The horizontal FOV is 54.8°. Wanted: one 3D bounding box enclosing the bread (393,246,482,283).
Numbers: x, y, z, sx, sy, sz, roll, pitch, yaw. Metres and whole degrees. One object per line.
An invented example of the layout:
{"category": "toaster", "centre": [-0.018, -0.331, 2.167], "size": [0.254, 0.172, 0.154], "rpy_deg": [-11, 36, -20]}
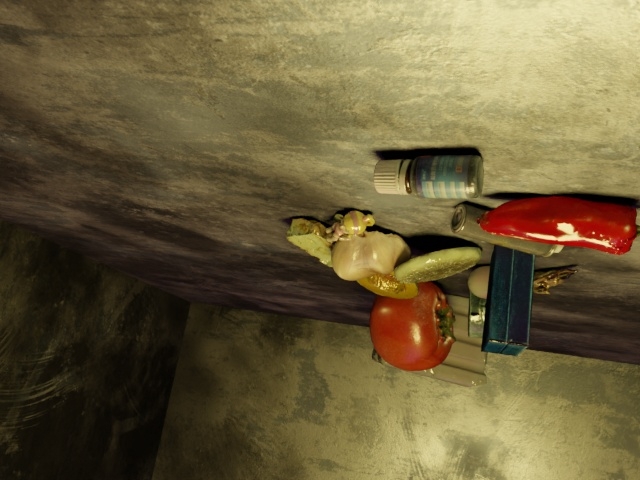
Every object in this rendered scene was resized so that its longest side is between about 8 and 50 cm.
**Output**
{"category": "bread", "centre": [0.338, 0.075, 1.771], "size": [0.266, 0.041, 0.267], "rpy_deg": [-12, 164, -3]}

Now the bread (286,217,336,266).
{"category": "bread", "centre": [0.000, 0.000, 1.818], "size": [0.128, 0.088, 0.232], "rpy_deg": [-12, 150, 33]}

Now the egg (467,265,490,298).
{"category": "egg", "centre": [0.520, 0.129, 1.911], "size": [0.103, 0.103, 0.135], "rpy_deg": [21, 161, -38]}

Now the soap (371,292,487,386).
{"category": "soap", "centre": [0.461, 0.384, 2.517], "size": [0.435, 0.350, 0.213], "rpy_deg": [13, 173, -5]}

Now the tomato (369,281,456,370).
{"category": "tomato", "centre": [0.333, 0.299, 2.262], "size": [0.272, 0.342, 0.341], "rpy_deg": [-6, 160, 31]}

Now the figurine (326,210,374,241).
{"category": "figurine", "centre": [0.071, -0.038, 1.651], "size": [0.083, 0.083, 0.187], "rpy_deg": [16, 158, -23]}

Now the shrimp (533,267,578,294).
{"category": "shrimp", "centre": [0.655, 0.138, 1.839], "size": [0.066, 0.117, 0.262], "rpy_deg": [47, 158, -9]}

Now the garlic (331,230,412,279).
{"category": "garlic", "centre": [0.135, 0.047, 1.759], "size": [0.217, 0.110, 0.228], "rpy_deg": [-25, 142, 21]}

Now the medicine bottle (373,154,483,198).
{"category": "medicine bottle", "centre": [0.206, -0.122, 1.188], "size": [0.203, 0.084, 0.083], "rpy_deg": [2, 164, 26]}

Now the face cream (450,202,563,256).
{"category": "face cream", "centre": [0.444, -0.019, 1.448], "size": [0.283, 0.073, 0.073], "rpy_deg": [14, 165, -15]}

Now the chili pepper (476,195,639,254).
{"category": "chili pepper", "centre": [0.522, -0.034, 1.274], "size": [0.387, 0.110, 0.110], "rpy_deg": [7, 166, 16]}

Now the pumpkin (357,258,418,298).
{"category": "pumpkin", "centre": [0.230, 0.102, 2.036], "size": [0.217, 0.110, 0.217], "rpy_deg": [19, 160, 7]}

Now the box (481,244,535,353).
{"category": "box", "centre": [0.509, 0.158, 1.678], "size": [0.116, 0.279, 0.261], "rpy_deg": [5, 165, 14]}

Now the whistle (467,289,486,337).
{"category": "whistle", "centre": [0.600, 0.219, 2.160], "size": [0.168, 0.188, 0.405], "rpy_deg": [2, -162, 11]}
